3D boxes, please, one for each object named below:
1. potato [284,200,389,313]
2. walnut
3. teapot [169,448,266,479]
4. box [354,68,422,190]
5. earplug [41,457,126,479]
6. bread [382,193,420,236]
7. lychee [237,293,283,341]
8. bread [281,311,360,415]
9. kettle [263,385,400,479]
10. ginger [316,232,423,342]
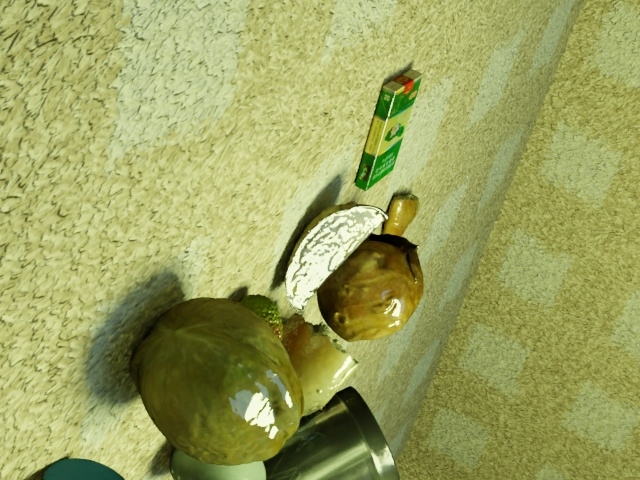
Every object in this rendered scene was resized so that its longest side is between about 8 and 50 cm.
[{"bbox_3d":[-0.003,0.001,1.782,0.261,0.100,0.120,-46,120,-5],"label":"potato"},{"bbox_3d":[-0.156,0.221,1.386,0.283,0.282,0.227,96,9,-49],"label":"walnut"},{"bbox_3d":[-0.169,0.358,1.701,0.183,0.183,0.251,25,81,-72],"label":"teapot"},{"bbox_3d":[0.139,-0.225,1.872,0.132,0.034,0.235,-38,150,-50],"label":"box"},{"bbox_3d":[-0.386,0.467,1.337,0.273,0.132,0.132,-64,162,18],"label":"earplug"},{"bbox_3d":[0.198,-0.070,2.229,0.154,0.054,0.136,-59,159,-16],"label":"bread"},{"bbox_3d":[-0.123,0.162,1.614,0.114,0.114,0.146,87,16,-58],"label":"lychee"},{"bbox_3d":[-0.042,0.256,1.839,0.192,0.171,0.314,-51,-178,-1],"label":"bread"},{"bbox_3d":[-0.048,0.449,1.906,0.324,0.321,0.228,-25,130,-11],"label":"kettle"},{"bbox_3d":[0.083,0.100,1.900,0.223,0.269,0.200,-21,106,-35],"label":"ginger"}]
